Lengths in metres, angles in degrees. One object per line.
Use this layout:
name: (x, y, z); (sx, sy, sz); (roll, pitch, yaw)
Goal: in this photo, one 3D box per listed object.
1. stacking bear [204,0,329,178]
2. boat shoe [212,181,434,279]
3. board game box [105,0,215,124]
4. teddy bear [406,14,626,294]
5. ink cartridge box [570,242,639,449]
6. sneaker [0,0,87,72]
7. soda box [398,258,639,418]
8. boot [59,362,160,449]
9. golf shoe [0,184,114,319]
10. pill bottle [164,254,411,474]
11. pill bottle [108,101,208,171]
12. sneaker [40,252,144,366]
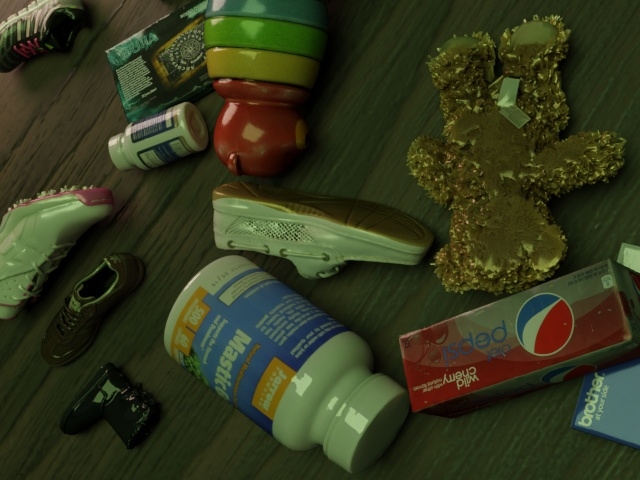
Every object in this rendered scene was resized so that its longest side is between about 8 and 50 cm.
stacking bear: (-0.064, -0.219, 1.397); (0.164, 0.175, 0.289); (7, 92, 14)
boat shoe: (0.000, 0.000, 1.367); (0.277, 0.098, 0.096); (13, 109, 21)
board game box: (-0.191, -0.241, 1.524); (0.186, 0.026, 0.126); (-26, 71, 18)
teddy bear: (0.211, -0.097, 1.291); (0.245, 0.113, 0.338); (-22, 64, 11)
ink cartridge box: (0.342, 0.115, 1.213); (0.097, 0.046, 0.207); (15, 86, 26)
sneaker: (-0.393, -0.285, 1.600); (0.170, 0.063, 0.075); (-37, 62, 8)
soda box: (0.217, 0.110, 1.216); (0.263, 0.083, 0.092); (-24, 64, 32)
boot: (-0.267, 0.227, 1.462); (0.099, 0.045, 0.121); (41, 97, 21)
golf shoe: (-0.389, 0.023, 1.527); (0.306, 0.115, 0.140); (-23, 82, 25)
pill bottle: (-0.036, 0.145, 1.314); (0.272, 0.152, 0.152); (33, 94, 26)
pill bottle: (-0.212, -0.131, 1.490); (0.120, 0.067, 0.067); (-18, 74, 19)
sneaker: (-0.313, 0.085, 1.491); (0.066, 0.071, 0.188); (44, 98, 24)
